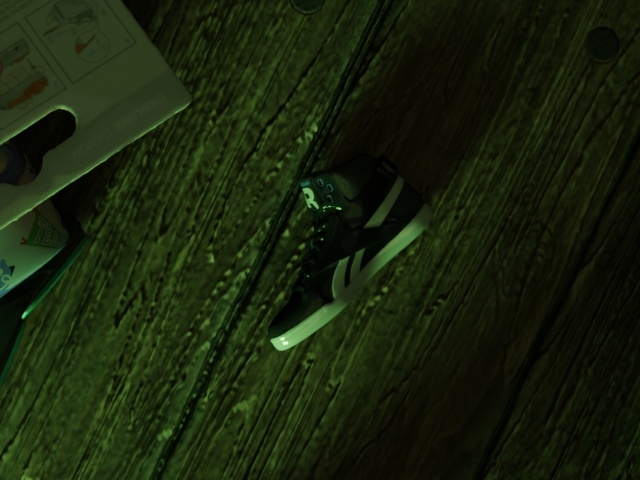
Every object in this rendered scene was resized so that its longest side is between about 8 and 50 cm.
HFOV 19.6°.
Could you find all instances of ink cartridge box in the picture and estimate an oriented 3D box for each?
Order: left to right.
[{"bbox_3d":[-0.339,-0.175,1.571,0.308,0.091,0.385,-35,80,-12],"label":"ink cartridge box"}]

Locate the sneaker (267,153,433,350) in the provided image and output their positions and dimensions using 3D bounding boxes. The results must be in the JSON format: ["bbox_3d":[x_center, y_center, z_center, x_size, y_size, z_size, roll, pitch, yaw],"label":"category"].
[{"bbox_3d":[0.000,0.000,1.854,0.217,0.079,0.121,-43,98,-17],"label":"sneaker"}]

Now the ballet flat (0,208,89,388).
[{"bbox_3d":[-0.307,0.062,1.709,0.096,0.280,0.095,34,129,-10],"label":"ballet flat"}]

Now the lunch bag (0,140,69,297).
[{"bbox_3d":[-0.367,-0.001,1.638,0.243,0.303,0.115,-36,116,-12],"label":"lunch bag"}]
